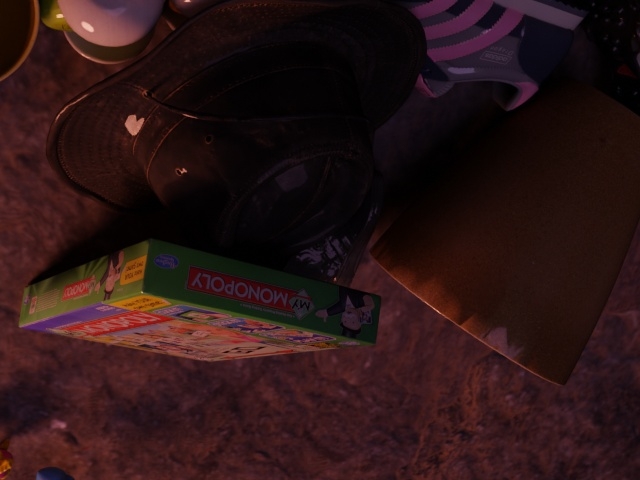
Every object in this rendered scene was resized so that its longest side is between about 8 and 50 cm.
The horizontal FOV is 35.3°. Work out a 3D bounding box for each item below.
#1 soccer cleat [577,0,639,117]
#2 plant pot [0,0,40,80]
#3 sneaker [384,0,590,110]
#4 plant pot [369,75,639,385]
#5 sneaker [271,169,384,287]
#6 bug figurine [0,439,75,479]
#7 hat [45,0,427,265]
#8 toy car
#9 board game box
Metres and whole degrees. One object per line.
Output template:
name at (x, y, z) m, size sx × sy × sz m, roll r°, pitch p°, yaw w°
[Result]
soccer cleat at (0.326, -0.211, 0.969) m, size 0.116 × 0.109 × 0.318 m, roll -44°, pitch 131°, yaw -10°
plant pot at (-0.276, -0.191, 0.743) m, size 0.134 × 0.095 × 0.134 m, roll -7°, pitch 129°, yaw -9°
sneaker at (0.084, -0.188, 0.875) m, size 0.319 × 0.112 × 0.131 m, roll 10°, pitch 121°, yaw -26°
plant pot at (0.218, -0.026, 1.007) m, size 0.237 × 0.237 × 0.254 m, roll 30°, pitch 98°, yaw -36°
sneaker at (0.000, -0.001, 1.035) m, size 0.089 × 0.051 × 0.170 m, roll 12°, pitch 115°, yaw -17°
bug figurine at (-0.393, 0.298, 1.125) m, size 0.279 × 0.072 × 0.216 m, roll -27°, pitch 126°, yaw 9°
hat at (-0.049, -0.058, 0.826) m, size 0.331 × 0.134 × 0.331 m, roll -17°, pitch 162°, yaw -6°
toy car at (-0.130, -0.216, 0.767) m, size 0.182 × 0.159 × 0.136 m, roll -14°, pitch 96°, yaw -10°
board game box at (-0.124, 0.065, 0.917) m, size 0.214 × 0.046 × 0.317 m, roll 14°, pitch 164°, yaw -30°
